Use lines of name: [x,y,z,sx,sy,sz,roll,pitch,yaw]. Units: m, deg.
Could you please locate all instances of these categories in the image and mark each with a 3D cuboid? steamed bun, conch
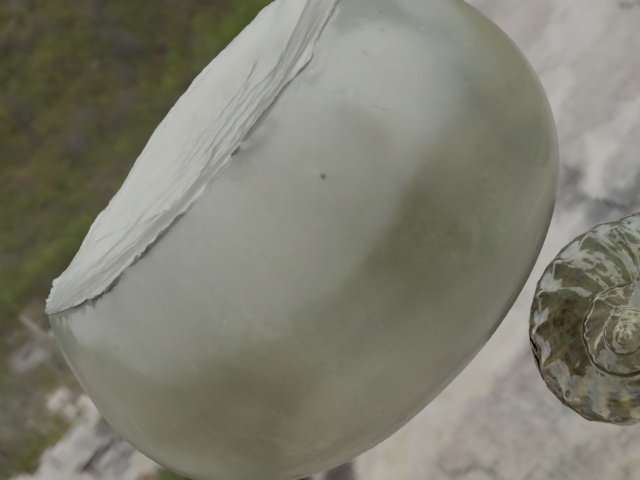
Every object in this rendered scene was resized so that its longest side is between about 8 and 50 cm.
steamed bun: [0.000,0.000,1.034,0.324,0.206,0.324,-47,16,17]
conch: [0.218,0.049,1.227,0.155,0.130,0.207,-42,-6,9]
